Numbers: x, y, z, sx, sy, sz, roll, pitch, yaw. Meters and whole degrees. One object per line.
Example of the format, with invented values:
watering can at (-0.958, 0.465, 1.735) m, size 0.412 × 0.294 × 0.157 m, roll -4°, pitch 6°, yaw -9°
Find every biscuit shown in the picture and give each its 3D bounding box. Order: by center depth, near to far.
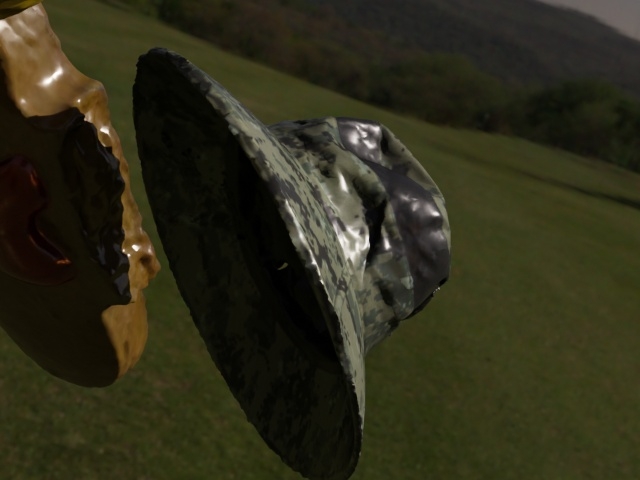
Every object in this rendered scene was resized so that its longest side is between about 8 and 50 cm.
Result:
biscuit at (-0.304, -0.055, 0.815) m, size 0.394 × 0.368 × 0.076 m, roll 15°, pitch 46°, yaw 22°

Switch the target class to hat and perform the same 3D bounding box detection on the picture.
hat at (0.000, 0.000, 0.679) m, size 0.128 × 0.265 × 0.265 m, roll -21°, pitch 27°, yaw -20°

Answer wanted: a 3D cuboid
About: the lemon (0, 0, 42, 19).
lemon at (-0.151, -0.181, 0.345) m, size 0.234 × 0.288 × 0.233 m, roll -15°, pitch -4°, yaw -1°
